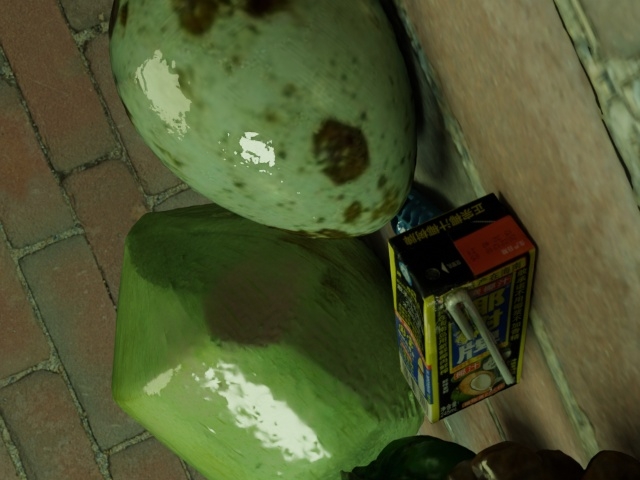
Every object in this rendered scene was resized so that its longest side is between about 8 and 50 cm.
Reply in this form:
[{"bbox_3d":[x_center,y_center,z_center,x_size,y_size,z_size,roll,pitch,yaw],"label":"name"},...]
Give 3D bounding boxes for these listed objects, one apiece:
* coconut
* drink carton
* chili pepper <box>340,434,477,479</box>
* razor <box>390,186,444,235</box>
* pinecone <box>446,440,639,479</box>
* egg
[{"bbox_3d":[-0.060,0.095,0.986,0.328,0.281,0.328,38,-157,-20],"label":"coconut"},{"bbox_3d":[0.086,0.047,0.622,0.056,0.071,0.165,58,169,31],"label":"drink carton"},{"bbox_3d":[0.140,0.307,0.715,0.385,0.167,0.213,55,-173,0],"label":"chili pepper"},{"bbox_3d":[0.050,-0.036,0.751,0.082,0.042,0.253,-67,27,15],"label":"razor"},{"bbox_3d":[0.119,0.185,0.504,0.195,0.150,0.179,134,113,-82],"label":"pinecone"},{"bbox_3d":[-0.028,-0.095,0.642,0.231,0.169,0.169,50,178,-19],"label":"egg"}]
